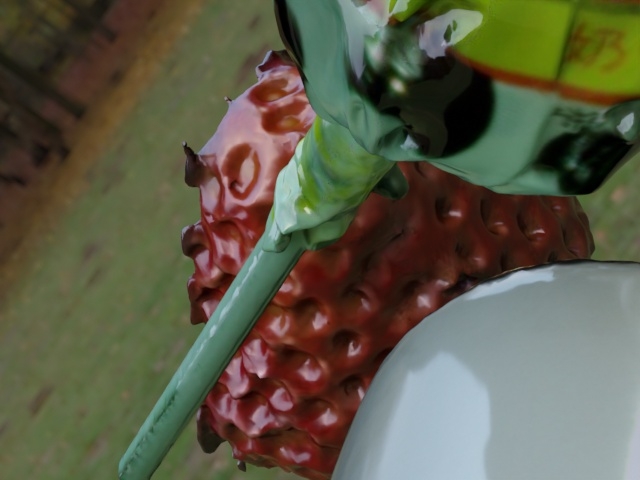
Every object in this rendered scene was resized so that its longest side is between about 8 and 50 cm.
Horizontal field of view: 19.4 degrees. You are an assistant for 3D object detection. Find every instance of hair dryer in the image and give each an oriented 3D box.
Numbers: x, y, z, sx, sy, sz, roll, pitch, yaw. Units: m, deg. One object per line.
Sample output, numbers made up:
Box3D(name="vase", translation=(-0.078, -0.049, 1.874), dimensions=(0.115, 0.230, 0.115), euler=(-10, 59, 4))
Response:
Box3D(name="hair dryer", translation=(0.029, 0.200, 0.408), dimensions=(0.203, 0.128, 0.362), euler=(-71, -6, -53))

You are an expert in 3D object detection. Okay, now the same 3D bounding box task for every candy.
Box3D(name="candy", translation=(0.000, 0.000, 0.437), dimensions=(0.083, 0.091, 0.305), euler=(-28, -17, -34))

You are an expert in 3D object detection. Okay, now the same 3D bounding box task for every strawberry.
Box3D(name="strawberry", translation=(0.058, 0.012, 1.028), dimensions=(0.253, 0.150, 0.280), euler=(-39, -35, -31))
